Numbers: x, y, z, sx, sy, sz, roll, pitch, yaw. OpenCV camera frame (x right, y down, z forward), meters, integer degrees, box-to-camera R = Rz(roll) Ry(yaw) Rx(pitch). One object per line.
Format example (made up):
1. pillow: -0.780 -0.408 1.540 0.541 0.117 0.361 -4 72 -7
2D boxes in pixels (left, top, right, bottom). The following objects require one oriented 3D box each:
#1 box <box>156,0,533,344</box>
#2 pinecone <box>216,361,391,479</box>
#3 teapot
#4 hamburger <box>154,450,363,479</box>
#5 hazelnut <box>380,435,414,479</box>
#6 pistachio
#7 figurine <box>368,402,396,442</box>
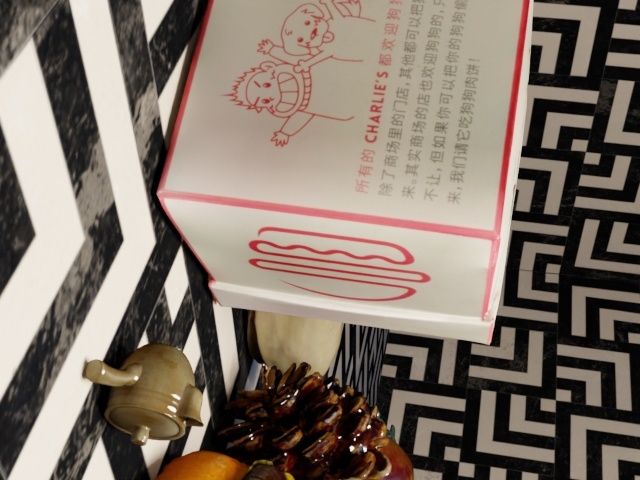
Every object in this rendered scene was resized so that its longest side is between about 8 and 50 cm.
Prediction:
1. box: 0.045 -0.099 0.962 0.300 0.312 0.314 74 25 -68
2. pinecone: -0.029 0.252 1.144 0.221 0.221 0.221 7 90 -81
3. teapot: -0.135 0.112 0.747 0.110 0.085 0.080 56 36 -47
4. hamburger: -0.052 0.366 0.899 0.330 0.250 0.330 7 90 -81
5. hazelnut: 0.014 0.345 1.361 0.218 0.234 0.218 -33 133 -45
6. pistachio: -0.036 0.094 1.236 0.129 0.131 0.206 42 -46 47
7. figurine: 0.051 0.502 1.928 0.382 0.186 0.261 -66 151 -45
